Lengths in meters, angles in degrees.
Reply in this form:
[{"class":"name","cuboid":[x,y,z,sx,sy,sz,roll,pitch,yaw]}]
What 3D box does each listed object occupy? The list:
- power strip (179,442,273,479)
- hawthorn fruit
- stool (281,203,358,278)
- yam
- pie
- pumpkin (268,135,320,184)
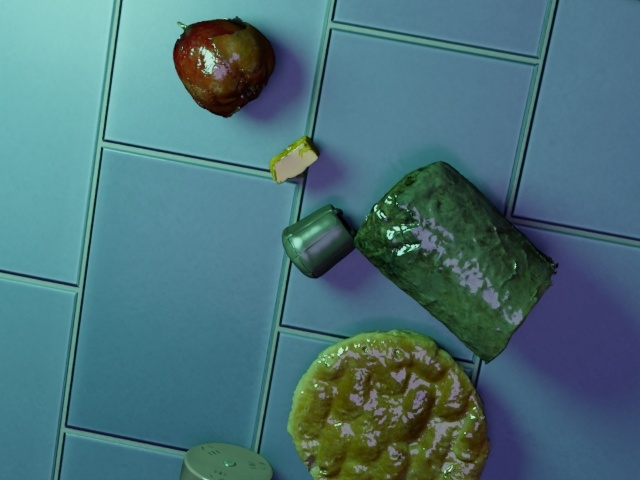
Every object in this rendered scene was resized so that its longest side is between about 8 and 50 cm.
[{"class":"power strip","cuboid":[-0.156,0.397,1.880,0.154,0.154,0.078,13,105,3]},{"class":"hawthorn fruit","cuboid":[-0.155,-0.278,1.752,0.172,0.148,0.148,45,103,15]},{"class":"stool","cuboid":[0.000,0.000,1.816,0.110,0.096,0.096,-34,97,5]},{"class":"yam","cuboid":[0.206,0.021,1.751,0.300,0.195,0.195,42,102,-6]},{"class":"pie","cuboid":[0.113,0.299,1.875,0.339,0.083,0.339,2,103,8]},{"class":"pumpkin","cuboid":[-0.040,-0.121,1.802,0.083,0.074,0.054,-32,103,11]}]
